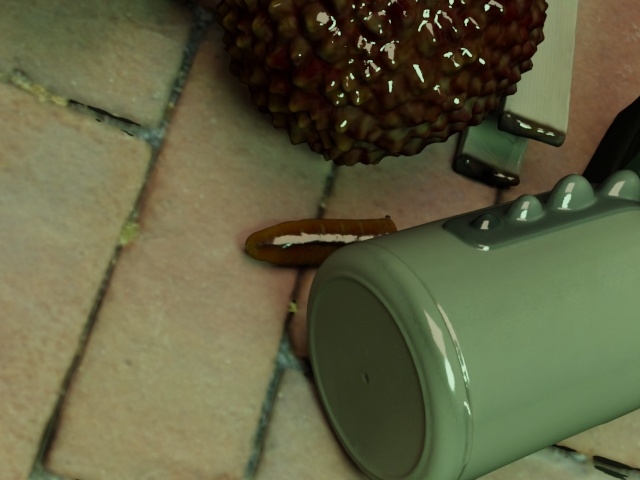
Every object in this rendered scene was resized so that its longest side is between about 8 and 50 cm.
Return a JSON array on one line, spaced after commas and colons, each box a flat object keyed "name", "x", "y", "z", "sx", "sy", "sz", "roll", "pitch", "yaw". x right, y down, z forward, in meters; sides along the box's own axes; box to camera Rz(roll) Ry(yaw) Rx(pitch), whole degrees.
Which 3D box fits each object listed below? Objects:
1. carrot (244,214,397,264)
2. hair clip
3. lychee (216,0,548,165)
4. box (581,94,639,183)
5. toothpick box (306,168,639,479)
[{"name": "carrot", "x": 0.000, "y": 0.000, "z": 1.167, "sx": 0.139, "sy": 0.048, "sz": 0.048, "roll": 1, "pitch": 63, "yaw": -18}, {"name": "hair clip", "x": 0.208, "y": -0.211, "z": 1.326, "sx": 0.085, "sy": 0.101, "sz": 0.330, "roll": 16, "pitch": 57, "yaw": -6}, {"name": "lychee", "x": 0.052, "y": -0.218, "z": 1.157, "sx": 0.306, "sy": 0.330, "sz": 0.306, "roll": 0, "pitch": 84, "yaw": 0}, {"name": "box", "x": 0.434, "y": -0.025, "z": 1.212, "sx": 0.345, "sy": 0.251, "sz": 0.204, "roll": 34, "pitch": 57, "yaw": 0}, {"name": "toothpick box", "x": 0.168, "y": 0.059, "z": 1.089, "sx": 0.316, "sy": 0.229, "sz": 0.229, "roll": -16, "pitch": 69, "yaw": -27}]
